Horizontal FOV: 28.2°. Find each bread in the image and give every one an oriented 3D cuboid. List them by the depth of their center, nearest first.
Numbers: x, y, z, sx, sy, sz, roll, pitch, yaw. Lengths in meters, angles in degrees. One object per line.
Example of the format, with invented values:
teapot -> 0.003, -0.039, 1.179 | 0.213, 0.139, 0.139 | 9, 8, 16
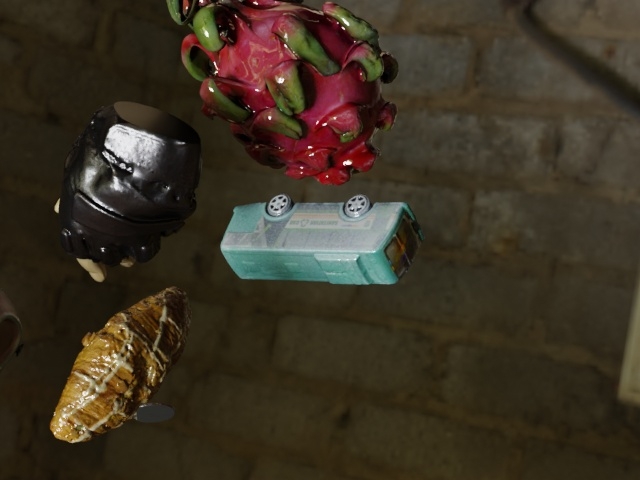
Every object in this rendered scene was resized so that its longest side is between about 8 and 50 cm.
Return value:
bread -> -0.217, 0.137, 1.456 | 0.076, 0.233, 0.105 | 4, 136, 44

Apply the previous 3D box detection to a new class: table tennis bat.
table tennis bat -> -0.226, 0.219, 1.611 | 0.083, 0.007, 0.050 | -4, 147, -5

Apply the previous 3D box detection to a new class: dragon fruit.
dragon fruit -> -0.048, -0.174, 1.383 | 0.273, 0.198, 0.218 | 18, -165, 4

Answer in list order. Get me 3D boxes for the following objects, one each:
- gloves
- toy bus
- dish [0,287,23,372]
gloves -> -0.199, -0.038, 1.287 | 0.164, 0.203, 0.124 | 29, -156, 23
toy bus -> 0.000, 0.000, 1.658 | 0.262, 0.109, 0.091 | 0, 141, 32
dish -> -0.436, 0.137, 1.565 | 0.090, 0.213, 0.213 | 18, 177, 9
